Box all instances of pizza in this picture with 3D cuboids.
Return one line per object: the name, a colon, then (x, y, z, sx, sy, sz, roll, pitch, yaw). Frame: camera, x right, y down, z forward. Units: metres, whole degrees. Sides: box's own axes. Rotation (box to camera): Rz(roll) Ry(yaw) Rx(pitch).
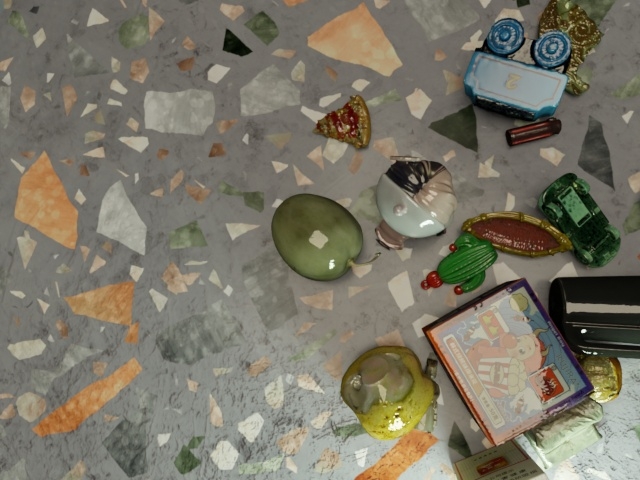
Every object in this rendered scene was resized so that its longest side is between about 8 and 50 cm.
pizza: (0.067, -0.387, 1.763, 0.199, 0.062, 0.188, -11, 80, 7)

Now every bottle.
bottle: (0.677, -0.346, 1.683, 0.164, 0.060, 0.060, -13, 81, 5)

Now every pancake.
pancake: (0.802, -0.642, 1.709, 0.197, 0.054, 0.376, -1, 84, 13)

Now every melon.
melon: (-0.011, -0.009, 1.630, 0.272, 0.272, 0.308, -42, 48, 1)

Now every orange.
orange: (0.796, 0.387, 1.537, 0.157, 0.134, 0.156, 11, 71, -36)

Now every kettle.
kettle: (0.833, 0.225, 1.514, 0.308, 0.203, 0.262, 0, 64, 10)

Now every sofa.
sofa: (0.687, 0.539, 1.488, 0.210, 0.225, 0.176, -30, 77, 0)

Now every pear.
pear: (0.196, 0.436, 1.552, 0.271, 0.271, 0.271, -1, 83, 7)

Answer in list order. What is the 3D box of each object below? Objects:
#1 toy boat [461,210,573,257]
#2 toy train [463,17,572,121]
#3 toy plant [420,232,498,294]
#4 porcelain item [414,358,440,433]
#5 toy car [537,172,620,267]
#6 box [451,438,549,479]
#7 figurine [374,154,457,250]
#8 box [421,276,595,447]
toy boat: (0.595, -0.020, 1.619, 0.318, 0.099, 0.141, 12, 118, 17)
toy train: (0.602, -0.516, 1.636, 0.300, 0.188, 0.265, 22, 98, 17)
toy plant: (0.437, 0.089, 1.640, 0.155, 0.088, 0.240, 31, 110, -4)
porcelain item: (0.328, 0.473, 1.626, 0.084, 0.054, 0.213, 11, 83, 7)
toy car: (0.769, -0.058, 1.603, 0.136, 0.125, 0.306, -41, 102, -4)
box: (0.486, 0.659, 1.443, 0.210, 0.330, 0.095, -24, 80, 4)
figurine: (0.276, -0.096, 1.558, 0.253, 0.361, 0.211, 26, 76, 6)
box: (0.516, 0.331, 1.519, 0.319, 0.257, 0.348, -28, 80, 2)
